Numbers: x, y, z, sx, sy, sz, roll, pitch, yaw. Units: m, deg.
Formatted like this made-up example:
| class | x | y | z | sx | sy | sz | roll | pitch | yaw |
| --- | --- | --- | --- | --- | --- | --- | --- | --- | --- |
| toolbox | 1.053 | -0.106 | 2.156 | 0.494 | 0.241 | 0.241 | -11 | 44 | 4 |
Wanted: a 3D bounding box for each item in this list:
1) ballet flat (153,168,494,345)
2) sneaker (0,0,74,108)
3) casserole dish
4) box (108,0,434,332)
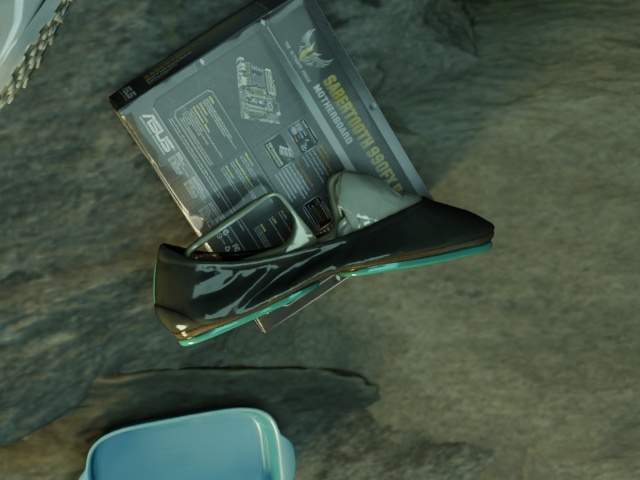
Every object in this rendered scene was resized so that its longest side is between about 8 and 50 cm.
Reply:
| class | x | y | z | sx | sy | sz | roll | pitch | yaw |
| --- | --- | --- | --- | --- | --- | --- | --- | --- | --- |
| ballet flat | 0.000 | 0.000 | 1.419 | 0.281 | 0.095 | 0.096 | -17 | 96 | -10 |
| sneaker | -0.232 | -0.207 | 1.375 | 0.095 | 0.090 | 0.235 | 26 | 92 | -7 |
| casserole dish | -0.116 | 0.198 | 1.526 | 0.188 | 0.037 | 0.114 | -9 | 106 | -12 |
| box | -0.035 | -0.068 | 1.468 | 0.183 | 0.056 | 0.231 | -35 | 111 | -5 |
